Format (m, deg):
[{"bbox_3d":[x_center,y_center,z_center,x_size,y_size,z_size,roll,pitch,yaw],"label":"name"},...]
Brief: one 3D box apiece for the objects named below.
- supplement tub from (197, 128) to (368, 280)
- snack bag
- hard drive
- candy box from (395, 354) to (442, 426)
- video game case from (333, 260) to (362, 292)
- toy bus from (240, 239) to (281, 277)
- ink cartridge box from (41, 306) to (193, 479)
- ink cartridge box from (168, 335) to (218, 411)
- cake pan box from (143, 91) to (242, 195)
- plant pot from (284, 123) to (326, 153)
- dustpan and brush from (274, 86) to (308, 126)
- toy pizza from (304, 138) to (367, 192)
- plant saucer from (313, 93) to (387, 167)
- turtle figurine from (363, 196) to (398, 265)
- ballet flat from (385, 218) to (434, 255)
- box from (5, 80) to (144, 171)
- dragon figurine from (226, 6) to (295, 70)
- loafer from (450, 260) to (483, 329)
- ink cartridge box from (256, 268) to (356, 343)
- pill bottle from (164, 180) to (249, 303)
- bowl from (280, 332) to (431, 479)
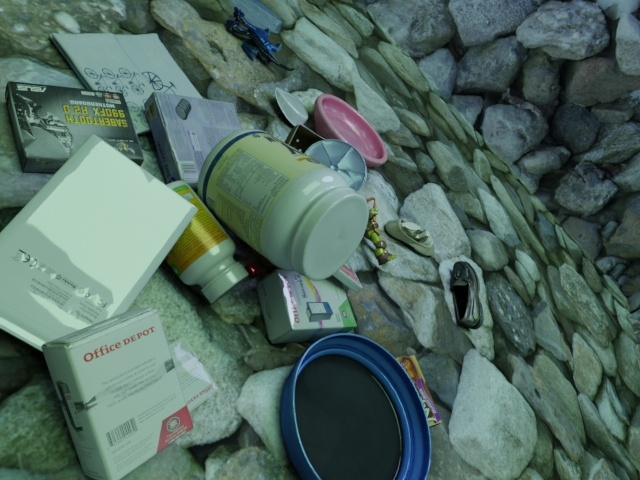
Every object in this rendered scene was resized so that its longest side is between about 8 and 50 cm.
[{"bbox_3d":[-0.082,-0.080,1.064,0.325,0.235,0.235,34,28,30],"label":"supplement tub"},{"bbox_3d":[-0.463,-0.420,1.286,0.323,0.037,0.342,53,37,3],"label":"snack bag"},{"bbox_3d":[-0.407,0.015,0.856,0.233,0.047,0.353,37,62,-17],"label":"hard drive"},{"bbox_3d":[0.235,0.403,1.291,0.109,0.053,0.187,6,54,-43],"label":"candy box"},{"bbox_3d":[0.000,0.000,1.302,0.204,0.025,0.285,39,15,-32],"label":"video game case"},{"bbox_3d":[-0.113,0.000,1.231,0.202,0.104,0.191,15,49,-38],"label":"toy bus"},{"bbox_3d":[-0.315,0.233,0.776,0.158,0.092,0.218,-22,101,-52],"label":"ink cartridge box"},{"bbox_3d":[-0.260,0.254,0.906,0.122,0.052,0.088,54,37,7],"label":"ink cartridge box"},{"bbox_3d":[-0.292,-0.234,1.246,0.245,0.070,0.267,-11,78,-47],"label":"cake pan box"},{"bbox_3d":[-0.064,-0.286,1.517,0.109,0.109,0.096,27,0,-27],"label":"plant pot"},{"bbox_3d":[-0.080,-0.410,1.666,0.211,0.060,0.147,57,24,19],"label":"dustpan and brush"},{"bbox_3d":[0.039,-0.210,1.471,0.201,0.032,0.201,3,72,-8],"label":"toy pizza"},{"bbox_3d":[0.097,-0.380,1.768,0.332,0.084,0.332,31,35,-24],"label":"plant saucer"},{"bbox_3d":[0.161,-0.031,1.529,0.269,0.087,0.217,60,4,-84],"label":"turtle figurine"},{"bbox_3d":[0.338,-0.015,1.730,0.248,0.086,0.086,23,45,-32],"label":"ballet flat"},{"bbox_3d":[-0.512,-0.233,1.033,0.231,0.056,0.183,-7,67,-42],"label":"box"},{"bbox_3d":[-0.217,-0.688,1.727,0.144,0.085,0.289,-19,73,-51],"label":"dragon figurine"},{"bbox_3d":[0.506,0.180,1.733,0.084,0.096,0.268,19,49,-27],"label":"loafer"},{"bbox_3d":[-0.033,0.159,1.190,0.212,0.093,0.154,6,56,-41],"label":"ink cartridge box"},{"bbox_3d":[-0.266,0.007,1.039,0.246,0.136,0.136,51,37,1],"label":"pill bottle"},{"bbox_3d":[0.081,0.403,1.099,0.391,0.077,0.391,24,45,-26],"label":"bowl"}]
